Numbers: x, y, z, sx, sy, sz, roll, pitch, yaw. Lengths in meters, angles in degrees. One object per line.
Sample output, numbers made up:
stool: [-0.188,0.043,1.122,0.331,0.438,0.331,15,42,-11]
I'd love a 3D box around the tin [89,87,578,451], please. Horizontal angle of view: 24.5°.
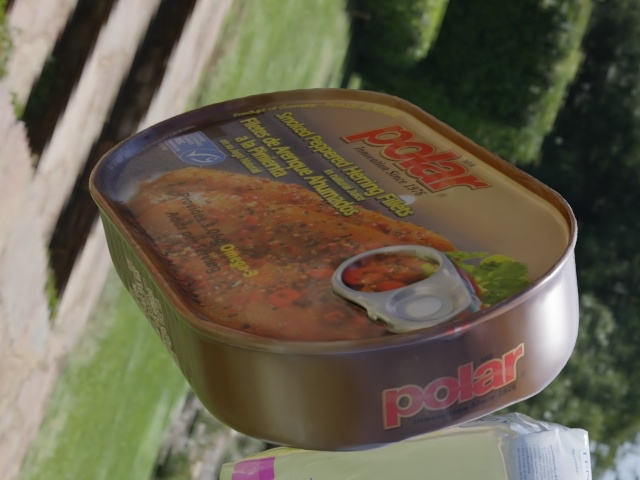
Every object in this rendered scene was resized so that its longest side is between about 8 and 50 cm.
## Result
tin: [0.000,0.000,0.416,0.189,0.106,0.040,-136,-151,-61]

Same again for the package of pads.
package of pads: [0.058,0.243,1.010,0.296,0.101,0.229,-14,-105,44]
